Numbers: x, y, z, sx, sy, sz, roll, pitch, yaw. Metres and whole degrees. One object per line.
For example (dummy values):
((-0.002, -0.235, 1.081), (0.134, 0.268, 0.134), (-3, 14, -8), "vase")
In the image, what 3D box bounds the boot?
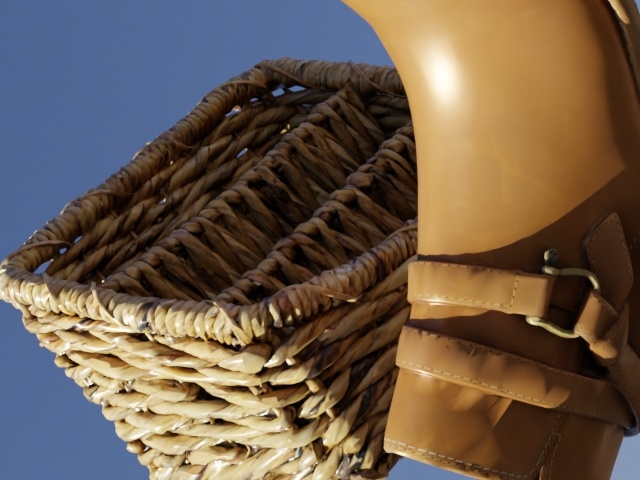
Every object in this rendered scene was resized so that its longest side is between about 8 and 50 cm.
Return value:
((0.065, -0.013, 0.751), (0.283, 0.109, 0.220), (28, -95, -36), "boot")

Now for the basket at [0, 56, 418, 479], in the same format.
((0.000, 0.000, 1.022), (0.223, 0.213, 0.299), (53, -131, -5), "basket")
